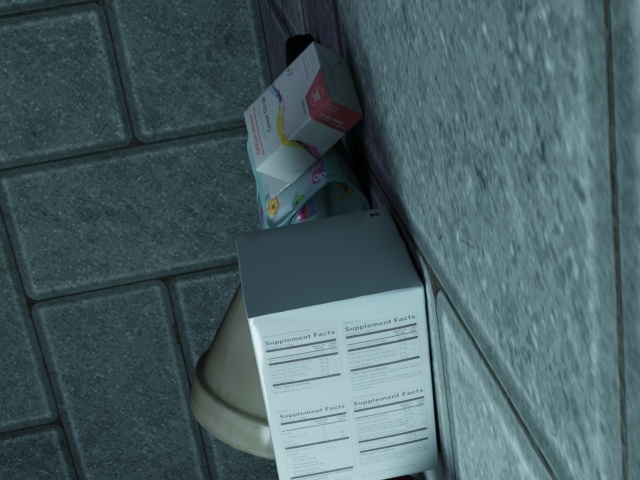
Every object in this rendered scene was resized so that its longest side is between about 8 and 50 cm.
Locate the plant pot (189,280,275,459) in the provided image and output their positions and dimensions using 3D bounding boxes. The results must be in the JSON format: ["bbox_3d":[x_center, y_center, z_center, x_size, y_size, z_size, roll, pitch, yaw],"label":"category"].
[{"bbox_3d":[-0.039,0.167,1.723,0.323,0.323,0.280,-109,29,-65],"label":"plant pot"}]

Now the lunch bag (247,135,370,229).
[{"bbox_3d":[-0.018,-0.077,1.544,0.262,0.160,0.223,94,165,-49],"label":"lunch bag"}]

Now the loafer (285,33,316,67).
[{"bbox_3d":[-0.019,-0.252,1.714,0.078,0.076,0.223,76,-175,-50],"label":"loafer"}]

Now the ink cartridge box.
[{"bbox_3d":[-0.039,-0.162,1.415,0.198,0.067,0.115,-41,46,33],"label":"ink cartridge box"}]

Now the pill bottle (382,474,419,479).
[{"bbox_3d":[0.110,0.377,1.437,0.152,0.086,0.086,-111,11,-66],"label":"pill bottle"}]

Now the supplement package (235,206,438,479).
[{"bbox_3d":[0.019,0.132,1.245,0.199,0.198,0.263,-106,7,-60],"label":"supplement package"}]
